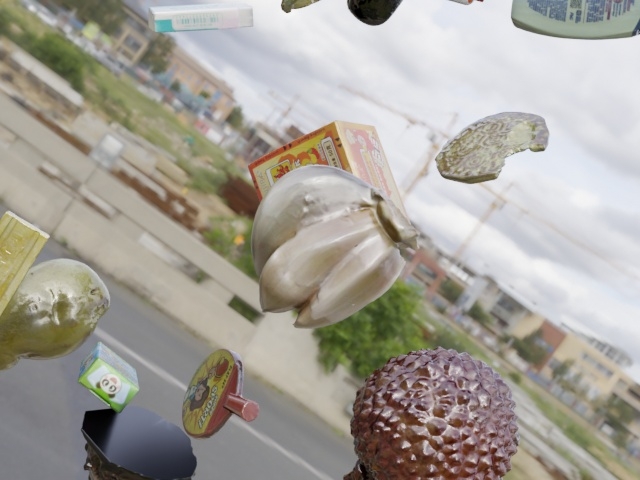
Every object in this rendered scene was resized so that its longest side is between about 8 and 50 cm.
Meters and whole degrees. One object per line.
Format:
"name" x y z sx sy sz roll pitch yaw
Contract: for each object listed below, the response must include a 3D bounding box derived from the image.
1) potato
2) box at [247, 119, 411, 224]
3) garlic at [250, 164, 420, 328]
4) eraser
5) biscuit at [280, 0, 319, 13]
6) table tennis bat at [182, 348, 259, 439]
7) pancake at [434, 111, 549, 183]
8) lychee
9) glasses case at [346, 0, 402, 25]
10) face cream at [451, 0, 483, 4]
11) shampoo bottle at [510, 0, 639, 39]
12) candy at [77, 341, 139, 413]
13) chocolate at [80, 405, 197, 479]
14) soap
"potato" -0.647 0.176 2.143 0.218 0.351 0.202 99 -33 -55
"box" 0.021 -0.090 2.155 0.214 0.259 0.283 -8 76 -60
"garlic" 0.001 0.001 1.694 0.279 0.325 0.132 64 6 15
"eraser" -0.271 -0.502 2.139 0.225 0.052 0.095 -8 20 -16
"biscuit" 0.003 -0.647 2.227 0.329 0.335 0.078 -10 71 -53
"table tennis bat" -0.208 0.327 1.986 0.038 0.200 0.310 27 -11 -26
"pancake" 0.330 -0.184 1.843 0.029 0.235 0.212 65 -6 -32
"lychee" 0.158 0.299 1.429 0.264 0.300 0.264 52 11 -15
"glasses case" 0.174 -0.640 2.180 0.122 0.314 0.075 24 16 -31
"face cream" 0.268 -0.462 1.779 0.083 0.040 0.021 9 15 -18
"shampoo bottle" 0.627 -0.531 2.203 0.359 0.134 0.078 8 -7 19
"candy" -0.394 0.253 1.771 0.097 0.062 0.194 42 -6 -12
"chocolate" -0.349 0.435 1.727 0.206 0.177 0.224 38 19 31
"soap" -0.614 0.072 1.796 0.092 0.252 0.037 32 7 -9
